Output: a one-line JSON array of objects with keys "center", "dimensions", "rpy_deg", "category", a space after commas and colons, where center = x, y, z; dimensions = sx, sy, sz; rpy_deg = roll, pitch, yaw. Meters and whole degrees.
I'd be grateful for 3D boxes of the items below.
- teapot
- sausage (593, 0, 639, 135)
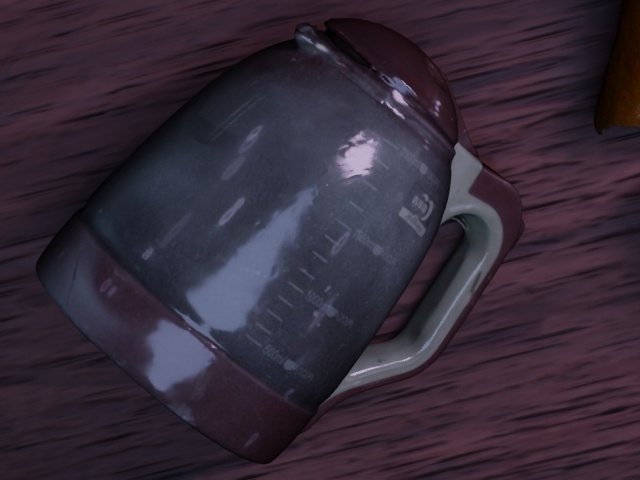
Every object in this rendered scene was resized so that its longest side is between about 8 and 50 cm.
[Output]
[{"center": [0.000, 0.000, 1.354], "dimensions": [0.312, 0.233, 0.315], "rpy_deg": [-48, 127, 3], "category": "teapot"}, {"center": [0.272, -0.221, 1.353], "dimensions": [0.076, 0.103, 0.302], "rpy_deg": [9, 101, -10], "category": "sausage"}]
